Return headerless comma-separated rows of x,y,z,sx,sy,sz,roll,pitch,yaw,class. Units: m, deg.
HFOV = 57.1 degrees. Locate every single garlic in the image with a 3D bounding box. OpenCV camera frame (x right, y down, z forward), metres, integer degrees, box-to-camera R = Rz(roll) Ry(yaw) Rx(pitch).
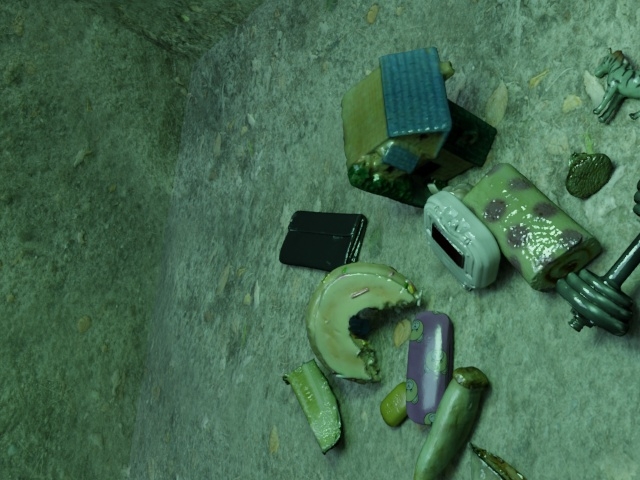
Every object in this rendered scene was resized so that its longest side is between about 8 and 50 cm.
0.373,-0.117,1.708,0.131,0.194,0.127,-38,39,41,garlic

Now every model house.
0.306,-0.317,1.719,0.343,0.382,0.334,-31,52,41,model house

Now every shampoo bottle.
0.059,0.293,1.985,0.258,0.061,0.103,-10,67,48,shampoo bottle

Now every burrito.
0.429,0.646,1.343,0.175,0.107,0.347,-10,67,31,burrito

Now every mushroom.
0.337,0.482,1.524,0.333,0.107,0.087,-70,21,3,mushroom

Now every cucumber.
-0.002,0.545,1.913,0.145,0.105,0.325,-33,44,1,cucumber

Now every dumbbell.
0.675,0.033,1.272,0.406,0.179,0.179,-57,39,15,dumbbell

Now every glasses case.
0.305,0.352,1.645,0.123,0.076,0.316,-9,65,38,glasses case

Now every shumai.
0.656,-0.176,1.476,0.123,0.099,0.087,-50,25,20,shumai

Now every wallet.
-0.001,0.000,2.195,0.406,0.062,0.228,7,78,51,wallet

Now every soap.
0.225,0.476,1.711,0.140,0.045,0.089,-52,45,20,soap

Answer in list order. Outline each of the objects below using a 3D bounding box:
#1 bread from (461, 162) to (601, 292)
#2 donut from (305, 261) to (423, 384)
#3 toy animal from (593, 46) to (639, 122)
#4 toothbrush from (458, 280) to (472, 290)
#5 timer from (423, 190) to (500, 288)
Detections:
0.523,-0.041,1.509,0.187,0.155,0.338,-49,42,19,bread
0.113,0.233,1.796,0.371,0.307,0.150,-64,-4,9,donut
0.746,-0.369,1.456,0.170,0.090,0.255,-50,44,17,toy animal
0.380,0.026,1.751,0.025,0.030,0.307,-50,41,33,toothbrush
0.373,0.002,1.595,0.087,0.237,0.262,-32,57,-9,timer
